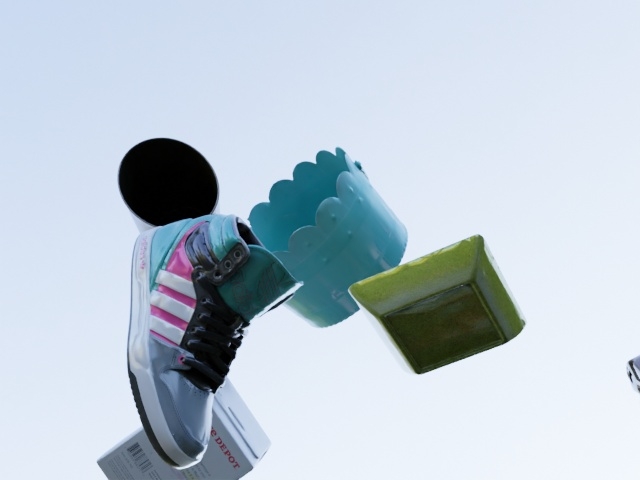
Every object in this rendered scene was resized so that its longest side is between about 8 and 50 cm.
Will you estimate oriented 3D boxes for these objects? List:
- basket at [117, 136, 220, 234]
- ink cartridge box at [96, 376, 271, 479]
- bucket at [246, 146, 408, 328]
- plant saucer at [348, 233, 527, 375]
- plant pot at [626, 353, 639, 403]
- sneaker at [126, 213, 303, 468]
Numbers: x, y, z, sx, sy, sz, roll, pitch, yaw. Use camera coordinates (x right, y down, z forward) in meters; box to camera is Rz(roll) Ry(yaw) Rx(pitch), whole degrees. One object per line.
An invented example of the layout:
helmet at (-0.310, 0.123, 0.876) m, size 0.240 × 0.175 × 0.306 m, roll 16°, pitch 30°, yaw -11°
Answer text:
basket at (-0.245, -0.033, 1.542) m, size 0.154 × 0.204 × 0.227 m, roll -30°, pitch -30°, yaw -16°
ink cartridge box at (-0.177, 0.282, 1.193) m, size 0.176 × 0.127 × 0.128 m, roll -35°, pitch -93°, yaw 9°
bucket at (0.000, 0.000, 1.504) m, size 0.281 × 0.281 × 0.183 m, roll -34°, pitch -65°, yaw 28°
plant saucer at (0.159, 0.101, 1.164) m, size 0.188 × 0.045 × 0.188 m, roll -23°, pitch -53°, yaw 16°
plant pot at (0.499, 0.177, 1.145) m, size 0.165 × 0.167 × 0.167 m, roll -25°, pitch -65°, yaw 1°
sneaker at (-0.105, 0.087, 0.970) m, size 0.178 × 0.296 × 0.124 m, roll -22°, pitch -35°, yaw 17°
